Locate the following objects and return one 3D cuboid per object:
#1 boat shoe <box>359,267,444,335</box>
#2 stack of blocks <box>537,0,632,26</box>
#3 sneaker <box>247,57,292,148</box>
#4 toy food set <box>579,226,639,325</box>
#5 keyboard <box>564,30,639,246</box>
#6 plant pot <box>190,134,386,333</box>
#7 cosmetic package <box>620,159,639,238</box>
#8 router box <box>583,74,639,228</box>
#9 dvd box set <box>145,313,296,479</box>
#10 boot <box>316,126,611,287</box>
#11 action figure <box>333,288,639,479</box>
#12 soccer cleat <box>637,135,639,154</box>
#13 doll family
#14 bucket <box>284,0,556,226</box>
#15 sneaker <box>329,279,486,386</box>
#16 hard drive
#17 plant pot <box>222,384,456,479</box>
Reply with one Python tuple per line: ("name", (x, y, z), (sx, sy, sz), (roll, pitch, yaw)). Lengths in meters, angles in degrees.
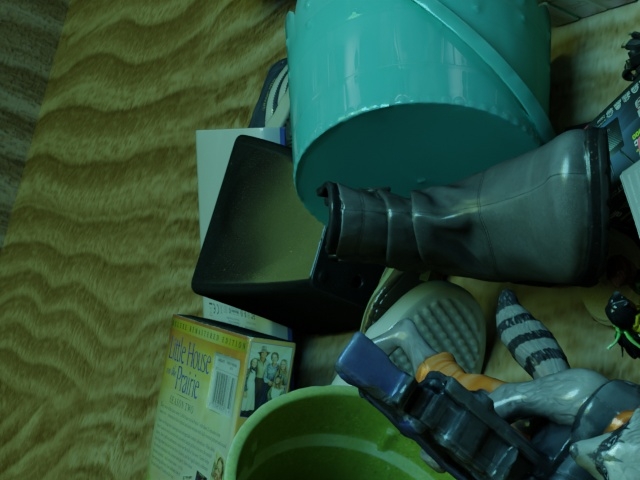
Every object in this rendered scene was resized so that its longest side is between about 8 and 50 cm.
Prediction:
("boat shoe", (0.091, 0.045, 1.504), (0.190, 0.068, 0.072), (-62, 13, -6))
("stack of blocks", (0.274, -0.318, 1.372), (0.297, 0.087, 0.171), (-7, 65, 61))
("sneaker", (0.002, -0.201, 1.764), (0.350, 0.131, 0.148), (-46, 36, 38))
("toy food set", (0.249, 0.033, 1.221), (0.083, 0.020, 0.083), (31, 112, 57))
("keyboard", (0.311, -0.094, 1.206), (0.317, 0.033, 0.202), (-8, 71, 60))
("plant pot", (0.000, 0.000, 1.586), (0.167, 0.187, 0.188), (5, 75, 50))
("cosmetic package", (0.340, -0.054, 0.981), (0.238, 0.127, 0.107), (-40, 48, 37))
("router box", (0.272, -0.082, 1.199), (0.122, 0.038, 0.092), (-48, 39, 42))
("dvd box set", (-0.138, 0.304, 1.651), (0.307, 0.062, 0.421), (-177, 96, -68))
("boot", (0.110, -0.016, 1.198), (0.338, 0.222, 0.118), (106, 167, -76))
("action figure", (0.152, 0.119, 1.062), (0.178, 0.341, 0.330), (-52, 25, -8))
("soccer cleat", (0.294, -0.127, 0.880), (0.248, 0.095, 0.083), (-57, 42, 25))
("doll family", (0.271, 0.067, 1.071), (0.193, 0.111, 0.076), (27, 96, 64))
("bucket", (0.096, -0.129, 1.377), (0.281, 0.281, 0.183), (-40, 40, 45))
("sneaker", (0.030, 0.176, 1.434), (0.366, 0.135, 0.150), (-60, 30, 16))
("hard drive", (-0.094, 0.022, 1.760), (0.210, 0.040, 0.319), (7, 100, 64))
("plant pot", (0.007, 0.315, 1.273), (0.276, 0.276, 0.254), (-100, 28, -46))
